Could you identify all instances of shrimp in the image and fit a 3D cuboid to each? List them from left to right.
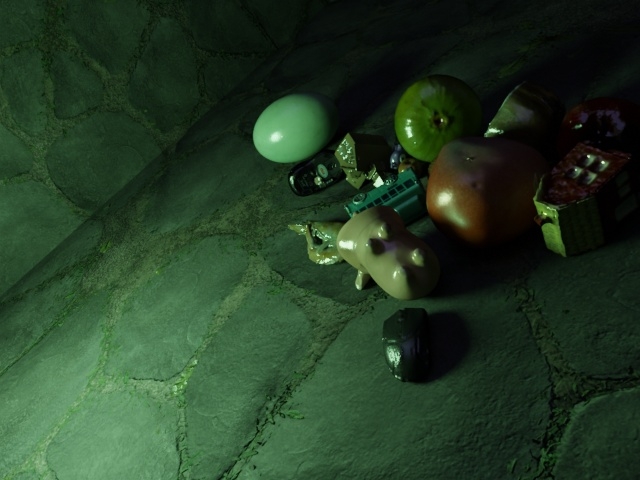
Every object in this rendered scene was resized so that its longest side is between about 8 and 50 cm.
[{"bbox_3d":[0.000,0.000,1.932,0.317,0.077,0.168,12,55,43],"label":"shrimp"}]

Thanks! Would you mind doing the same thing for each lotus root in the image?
[{"bbox_3d":[0.632,-0.331,1.707,0.272,0.272,0.192,-45,46,-19],"label":"lotus root"}]

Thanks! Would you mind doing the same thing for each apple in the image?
[{"bbox_3d":[0.312,-0.244,1.998,0.083,0.071,0.084,-14,40,12],"label":"apple"}]

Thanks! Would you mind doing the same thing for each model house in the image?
[{"bbox_3d":[0.176,-0.243,2.069,0.176,0.180,0.248,-57,48,38],"label":"model house"},{"bbox_3d":[0.632,-0.088,1.415,0.254,0.196,0.160,-38,41,-7],"label":"model house"}]

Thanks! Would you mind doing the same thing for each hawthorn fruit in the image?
[{"bbox_3d":[0.777,-0.301,1.579,0.230,0.210,0.266,-5,32,34],"label":"hawthorn fruit"}]

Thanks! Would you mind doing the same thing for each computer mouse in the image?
[{"bbox_3d":[-0.017,-0.264,2.230,0.233,0.137,0.096,-27,15,-1],"label":"computer mouse"},{"bbox_3d":[0.213,0.250,1.433,0.121,0.074,0.217,-20,34,19],"label":"computer mouse"}]

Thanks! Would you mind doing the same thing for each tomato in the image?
[{"bbox_3d":[0.454,-0.145,1.567,0.341,0.273,0.342,-22,34,16],"label":"tomato"}]

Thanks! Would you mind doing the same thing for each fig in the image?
[{"bbox_3d":[0.404,-0.418,1.975,0.316,0.316,0.316,-21,35,16],"label":"fig"}]

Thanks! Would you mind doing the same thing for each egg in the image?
[{"bbox_3d":[-0.104,-0.481,2.453,0.388,0.276,0.276,-23,34,15],"label":"egg"}]

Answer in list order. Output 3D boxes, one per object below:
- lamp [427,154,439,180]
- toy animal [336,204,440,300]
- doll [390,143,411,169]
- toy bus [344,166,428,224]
[{"bbox_3d":[0.404,-0.212,1.821,0.136,0.136,0.136,-21,35,16],"label":"lamp"},{"bbox_3d":[0.194,0.036,1.609,0.237,0.269,0.326,-38,66,-8],"label":"toy animal"},{"bbox_3d":[0.300,-0.318,2.073,0.067,0.110,0.206,16,47,27],"label":"doll"},{"bbox_3d":[0.224,-0.108,1.842,0.255,0.128,0.147,-31,35,6],"label":"toy bus"}]
